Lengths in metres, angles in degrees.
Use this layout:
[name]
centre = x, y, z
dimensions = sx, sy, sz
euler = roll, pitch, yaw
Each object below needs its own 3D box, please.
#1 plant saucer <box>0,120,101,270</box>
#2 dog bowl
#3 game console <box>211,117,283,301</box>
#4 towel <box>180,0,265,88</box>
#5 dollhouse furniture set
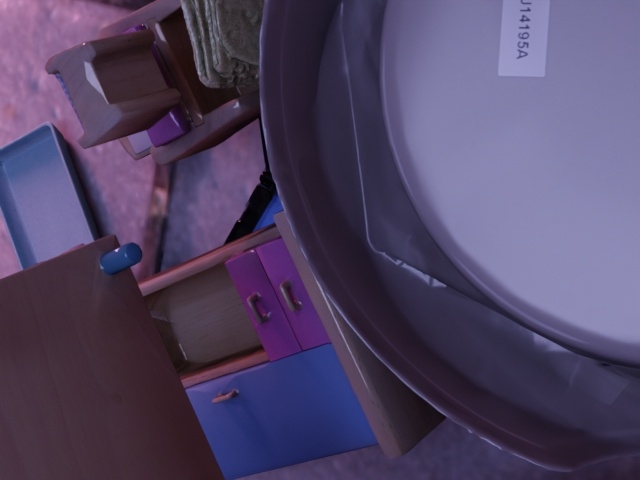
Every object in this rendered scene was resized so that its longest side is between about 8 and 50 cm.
[plant saucer]
centre = -0.159, 0.024, 0.791
dimensions = 0.067, 0.018, 0.192
euler = -23, 87, 30
[dog bowl]
centre = 0.153, -0.074, 0.522
dimensions = 0.348, 0.102, 0.349
euler = -1, 89, 20
[game console]
centre = 0.000, 0.000, 0.665
dimensions = 0.122, 0.071, 0.107
euler = 32, 154, 21
[towel]
centre = -0.011, -0.132, 0.616
dimensions = 0.027, 0.148, 0.110
euler = -7, 93, 50
[dollhouse furniture set]
centre = -0.135, 0.063, 0.584
dimensions = 0.198, 0.303, 0.286
euler = -22, 95, 39
